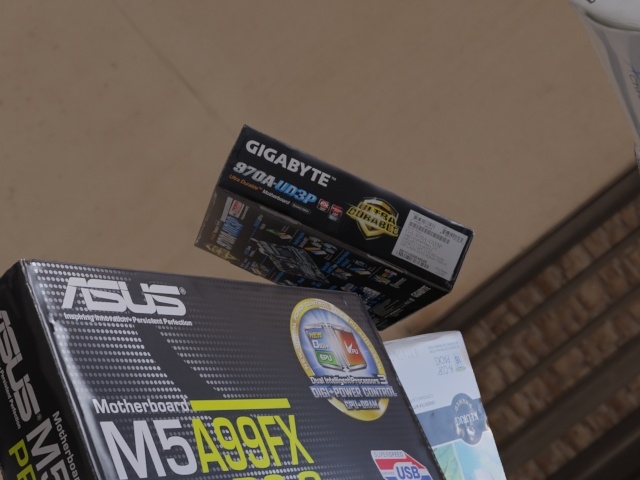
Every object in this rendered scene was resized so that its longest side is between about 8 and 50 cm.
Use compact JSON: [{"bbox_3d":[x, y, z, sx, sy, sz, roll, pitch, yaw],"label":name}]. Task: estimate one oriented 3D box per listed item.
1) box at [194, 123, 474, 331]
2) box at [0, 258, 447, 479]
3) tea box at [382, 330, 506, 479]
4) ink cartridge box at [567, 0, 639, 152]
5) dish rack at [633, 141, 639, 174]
[{"bbox_3d":[0.000,0.000,0.892,0.175,0.051,0.220,25,-14,-4],"label":"box"},{"bbox_3d":[-0.033,0.123,0.610,0.270,0.060,0.216,10,49,-52],"label":"box"},{"bbox_3d":[0.009,0.300,1.245,0.220,0.329,0.323,-5,74,-51],"label":"tea box"},{"bbox_3d":[0.147,-0.005,0.438,0.189,0.066,0.232,60,32,-21],"label":"ink cartridge box"},{"bbox_3d":[0.405,-0.197,1.239,0.072,0.285,0.333,17,-1,17],"label":"dish rack"}]
